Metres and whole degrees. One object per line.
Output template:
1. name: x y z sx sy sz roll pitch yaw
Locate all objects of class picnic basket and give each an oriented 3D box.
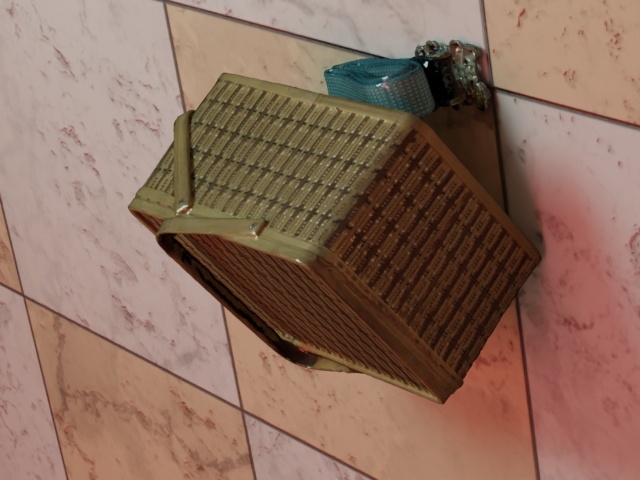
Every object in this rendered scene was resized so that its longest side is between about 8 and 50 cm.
1. picnic basket: 0.000 0.000 1.692 0.313 0.175 0.228 18 158 50

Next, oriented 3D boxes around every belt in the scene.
1. belt: 0.066 -0.139 1.689 0.179 0.100 0.065 24 133 67
